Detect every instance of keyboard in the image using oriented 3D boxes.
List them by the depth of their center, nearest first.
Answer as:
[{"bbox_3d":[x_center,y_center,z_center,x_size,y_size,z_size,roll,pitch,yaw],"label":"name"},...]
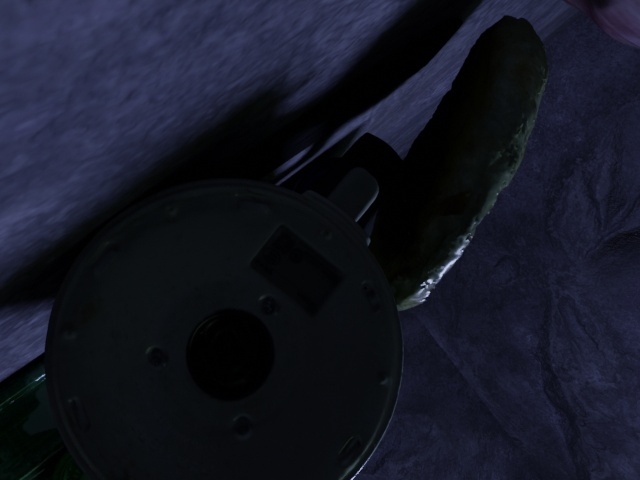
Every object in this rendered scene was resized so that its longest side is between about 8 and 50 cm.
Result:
[{"bbox_3d":[0.072,-0.162,0.623,0.381,0.041,0.103,-31,177,-20],"label":"keyboard"}]

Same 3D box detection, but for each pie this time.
[{"bbox_3d":[0.124,-0.069,0.626,0.323,0.070,0.323,-63,-176,8],"label":"pie"}]

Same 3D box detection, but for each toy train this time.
[{"bbox_3d":[-0.360,0.285,0.733,0.266,0.202,0.145,-38,178,-25],"label":"toy train"}]

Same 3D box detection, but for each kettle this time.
[{"bbox_3d":[-0.048,0.042,0.609,0.361,0.250,0.376,-55,-177,-4],"label":"kettle"}]

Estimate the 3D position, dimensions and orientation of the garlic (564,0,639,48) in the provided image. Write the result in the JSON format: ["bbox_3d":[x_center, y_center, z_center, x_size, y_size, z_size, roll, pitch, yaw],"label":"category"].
[{"bbox_3d":[0.234,-0.242,0.363,0.207,0.207,0.256,-38,144,19],"label":"garlic"}]

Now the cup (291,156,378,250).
[{"bbox_3d":[-0.002,0.013,0.941,0.255,0.178,0.256,-58,-179,-10],"label":"cup"}]
